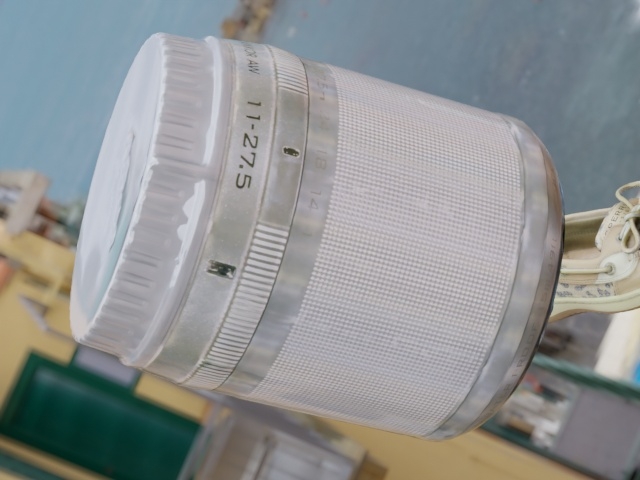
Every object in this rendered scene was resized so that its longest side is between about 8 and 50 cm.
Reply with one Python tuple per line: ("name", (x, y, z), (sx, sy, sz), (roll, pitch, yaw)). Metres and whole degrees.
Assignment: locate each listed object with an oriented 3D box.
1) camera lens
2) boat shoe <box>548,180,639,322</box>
("camera lens", (0.000, 0.000, 1.000), (0.219, 0.274, 0.219), (-166, 90, -73))
("boat shoe", (0.252, 0.009, 1.436), (0.285, 0.089, 0.104), (-21, 19, 44))
